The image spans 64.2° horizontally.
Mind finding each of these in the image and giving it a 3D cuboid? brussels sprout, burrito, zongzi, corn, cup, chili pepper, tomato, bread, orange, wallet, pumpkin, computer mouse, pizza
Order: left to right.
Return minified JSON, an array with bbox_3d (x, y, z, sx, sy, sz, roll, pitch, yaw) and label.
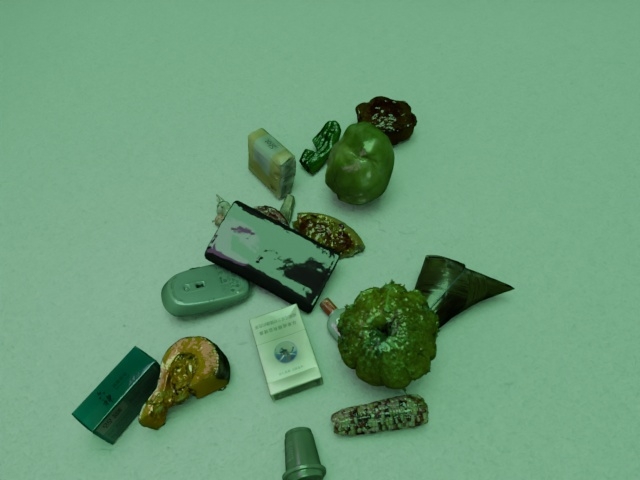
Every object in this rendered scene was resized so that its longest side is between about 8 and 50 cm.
[{"bbox_3d":[-0.381,0.428,1.497,0.189,0.139,0.281,11,59,10],"label":"pumpkin"},{"bbox_3d":[-0.379,0.168,1.693,0.288,0.097,0.160,-12,54,-22],"label":"computer mouse"},{"bbox_3d":[-0.213,-0.010,1.802,0.224,0.085,0.225,-1,68,2],"label":"tomato"},{"bbox_3d":[-0.159,0.051,1.697,0.405,0.062,0.229,28,79,3],"label":"wallet"},{"bbox_3d":[-0.126,-0.108,1.893,0.055,0.041,0.149,14,58,-4],"label":"burrito"},{"bbox_3d":[-0.054,0.591,1.391,0.119,0.120,0.141,-13,46,-6],"label":"cup"},{"bbox_3d":[0.000,0.000,1.792,0.289,0.081,0.229,29,63,19],"label":"pizza"},{"bbox_3d":[0.008,-0.371,2.040,0.099,0.083,0.253,24,66,19],"label":"chili pepper"},{"bbox_3d":[0.133,-0.267,1.849,0.242,0.316,0.274,1,74,-28],"label":"brussels sprout"},{"bbox_3d":[0.171,0.503,1.451,0.280,0.092,0.092,-12,57,1],"label":"corn"},{"bbox_3d":[0.264,-0.489,2.068,0.246,0.135,0.232,-2,56,2],"label":"bread"},{"bbox_3d":[0.194,0.264,1.443,0.300,0.223,0.301,39,86,27],"label":"orange"},{"bbox_3d":[0.439,0.200,1.607,0.299,0.138,0.286,18,62,13],"label":"zongzi"}]

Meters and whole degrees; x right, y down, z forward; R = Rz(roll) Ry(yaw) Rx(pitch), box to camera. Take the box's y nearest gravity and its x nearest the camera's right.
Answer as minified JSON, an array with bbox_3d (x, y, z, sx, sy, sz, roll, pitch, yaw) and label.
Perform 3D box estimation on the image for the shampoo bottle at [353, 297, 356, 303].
[{"bbox_3d":[0.181,0.260,1.619,0.065,0.065,0.204,-34,61,-18],"label":"shampoo bottle"}]

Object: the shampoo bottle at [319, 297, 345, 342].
[{"bbox_3d":[0.079,0.272,1.625,0.108,0.051,0.221,-36,61,-14],"label":"shampoo bottle"}]

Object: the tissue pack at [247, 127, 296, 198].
[{"bbox_3d":[-0.187,-0.292,1.934,0.090,0.186,0.222,-27,58,-29],"label":"tissue pack"}]

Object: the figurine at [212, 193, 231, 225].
[{"bbox_3d":[-0.357,-0.099,1.875,0.146,0.081,0.098,36,65,23],"label":"figurine"}]

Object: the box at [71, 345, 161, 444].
[{"bbox_3d":[-0.571,0.448,1.483,0.092,0.153,0.245,28,61,20],"label":"box"}]

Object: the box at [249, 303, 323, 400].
[{"bbox_3d":[-0.108,0.341,1.576,0.164,0.069,0.257,-18,58,-7],"label":"box"}]
